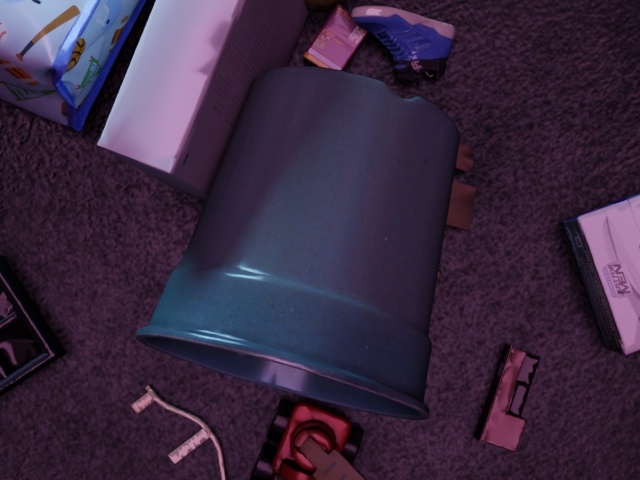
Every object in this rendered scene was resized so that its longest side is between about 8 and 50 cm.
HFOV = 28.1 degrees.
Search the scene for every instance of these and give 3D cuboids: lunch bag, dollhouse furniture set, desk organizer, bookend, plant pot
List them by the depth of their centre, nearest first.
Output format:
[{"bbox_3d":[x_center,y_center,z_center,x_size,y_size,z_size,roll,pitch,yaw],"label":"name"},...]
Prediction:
[{"bbox_3d":[0.000,0.000,1.464,0.341,0.341,0.334,16,80,1],"label":"plant pot"},{"bbox_3d":[-0.367,-0.390,1.590,0.328,0.239,0.385,25,72,2],"label":"lunch bag"},{"bbox_3d":[-0.439,0.124,1.643,0.156,0.072,0.157,-33,88,-1],"label":"bookend"},{"bbox_3d":[0.245,0.203,1.652,0.050,0.047,0.130,19,88,-1],"label":"desk organizer"},{"bbox_3d":[0.112,-0.098,1.673,0.151,0.123,0.144,7,87,35],"label":"dollhouse furniture set"}]

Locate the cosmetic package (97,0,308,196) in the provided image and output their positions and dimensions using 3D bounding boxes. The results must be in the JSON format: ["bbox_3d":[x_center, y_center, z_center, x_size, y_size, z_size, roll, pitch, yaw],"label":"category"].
[{"bbox_3d":[-0.124,-0.199,1.501,0.097,0.377,0.284,20,87,6],"label":"cosmetic package"}]

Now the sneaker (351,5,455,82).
[{"bbox_3d":[0.103,-0.249,1.643,0.152,0.058,0.084,9,91,-33],"label":"sneaker"}]

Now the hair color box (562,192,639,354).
[{"bbox_3d":[0.503,0.003,1.629,0.339,0.110,0.185,-19,89,-2],"label":"hair color box"}]

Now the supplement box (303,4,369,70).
[{"bbox_3d":[0.021,-0.257,1.671,0.055,0.043,0.083,35,89,1],"label":"supplement box"}]

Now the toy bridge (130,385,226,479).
[{"bbox_3d":[-0.169,0.264,1.660,0.063,0.026,0.188,-37,88,-4],"label":"toy bridge"}]

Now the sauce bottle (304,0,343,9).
[{"bbox_3d":[-0.003,-0.366,1.526,0.111,0.344,0.111,0,85,0],"label":"sauce bottle"}]

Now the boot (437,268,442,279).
[{"bbox_3d":[0.031,0.041,1.644,0.213,0.077,0.165,33,88,6],"label":"boot"}]

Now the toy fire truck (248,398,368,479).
[{"bbox_3d":[-0.014,0.318,1.547,0.159,0.246,0.217,22,88,1],"label":"toy fire truck"}]
